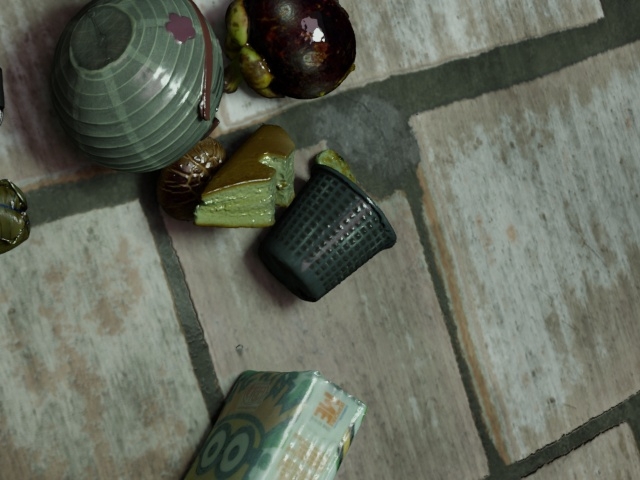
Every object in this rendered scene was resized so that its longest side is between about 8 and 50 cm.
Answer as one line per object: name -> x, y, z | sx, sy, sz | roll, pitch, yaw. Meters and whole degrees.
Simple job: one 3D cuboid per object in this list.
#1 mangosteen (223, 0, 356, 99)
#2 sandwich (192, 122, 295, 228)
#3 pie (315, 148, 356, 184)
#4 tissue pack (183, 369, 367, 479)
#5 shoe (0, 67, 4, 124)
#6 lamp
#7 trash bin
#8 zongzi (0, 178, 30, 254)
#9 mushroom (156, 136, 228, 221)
mangosteen -> -0.059, -0.287, 1.646 | 0.217, 0.192, 0.192 | -32, 103, -4
sandwich -> -0.087, -0.087, 1.588 | 0.244, 0.088, 0.090 | -51, 156, -52
pie -> 0.026, -0.105, 1.746 | 0.085, 0.017, 0.085 | 30, 44, -33
tissue pack -> -0.091, 0.331, 1.530 | 0.128, 0.228, 0.311 | 37, 69, -21
shoe -> -0.451, -0.226, 1.475 | 0.062, 0.053, 0.160 | -6, 86, -34
lamp -> -0.241, -0.219, 1.502 | 0.233, 0.233, 0.265 | 4, 64, -30
trash bin -> 0.000, 0.000, 1.659 | 0.161, 0.175, 0.175 | -46, 108, -15
zongzi -> -0.519, -0.097, 1.387 | 0.260, 0.123, 0.289 | -19, 91, -35
mushroom -> -0.180, -0.088, 1.594 | 0.109, 0.084, 0.126 | -57, 159, -60
